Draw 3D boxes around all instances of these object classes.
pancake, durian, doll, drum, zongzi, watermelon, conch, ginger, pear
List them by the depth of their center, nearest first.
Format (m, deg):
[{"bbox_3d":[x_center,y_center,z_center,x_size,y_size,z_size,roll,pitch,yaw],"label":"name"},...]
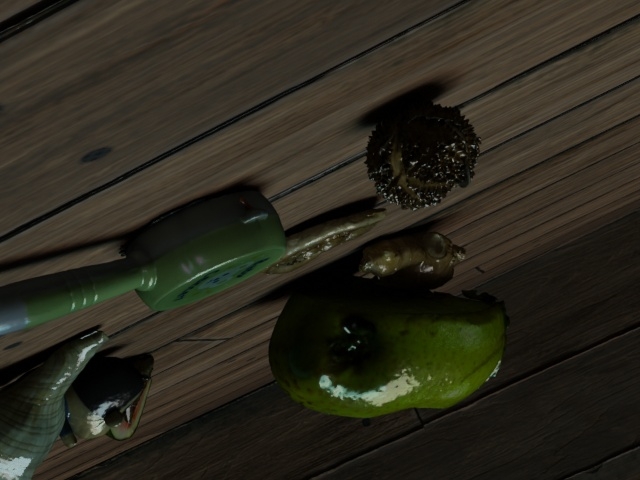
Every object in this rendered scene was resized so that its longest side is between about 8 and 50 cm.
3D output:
[{"bbox_3d":[0.070,-0.059,0.826,0.080,0.080,0.091,-27,-178,16],"label":"durian"},{"bbox_3d":[-0.140,0.028,0.840,0.253,0.049,0.130,-20,170,-27],"label":"drum"},{"bbox_3d":[0.000,0.000,1.144,0.140,0.022,0.139,-24,172,-4],"label":"pancake"},{"bbox_3d":[-0.299,0.183,1.152,0.234,0.114,0.137,-28,-174,-20],"label":"conch"},{"bbox_3d":[-0.270,0.181,1.296,0.179,0.102,0.088,-22,132,-10],"label":"doll"},{"bbox_3d":[-0.234,0.185,1.447,0.083,0.073,0.067,-26,-171,16],"label":"zongzi"},{"bbox_3d":[0.097,0.026,1.450,0.165,0.067,0.096,3,156,-43],"label":"ginger"},{"bbox_3d":[0.075,0.140,1.472,0.238,0.163,0.255,9,-172,30],"label":"pear"},{"bbox_3d":[-0.286,0.219,1.617,0.069,0.086,0.163,11,175,11],"label":"watermelon"}]
